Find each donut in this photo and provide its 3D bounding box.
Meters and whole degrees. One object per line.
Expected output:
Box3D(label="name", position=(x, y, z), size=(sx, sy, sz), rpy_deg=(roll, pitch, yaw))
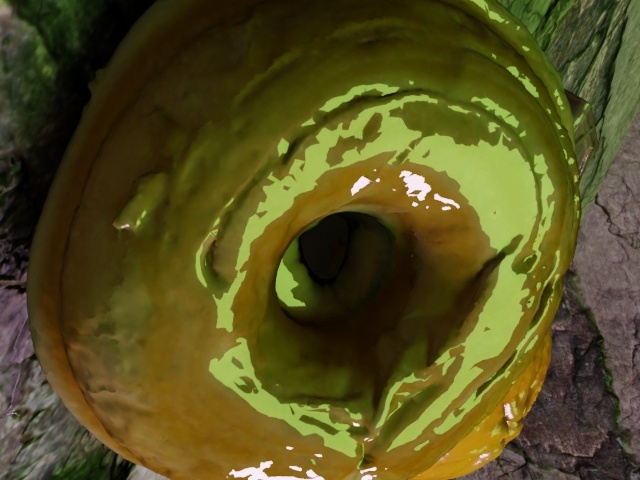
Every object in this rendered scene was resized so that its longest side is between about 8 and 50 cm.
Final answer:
Box3D(label="donut", position=(0.000, 0.000, 0.846), size=(0.449, 0.198, 0.448), rpy_deg=(-8, 114, -19))

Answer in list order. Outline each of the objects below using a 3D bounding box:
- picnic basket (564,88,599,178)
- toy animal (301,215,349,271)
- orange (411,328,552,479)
Box3D(label="picnic basket", position=(0.276, -0.133, 1.556), size=(0.139, 0.165, 0.267), rpy_deg=(-57, 160, 0))
Box3D(label="toy animal", position=(0.033, -0.022, 1.085), size=(0.266, 0.212, 0.212), rpy_deg=(-58, 161, 6))
Box3D(label="orange", position=(0.133, 0.136, 1.396), size=(0.340, 0.293, 0.340), rpy_deg=(-42, 155, -24))
